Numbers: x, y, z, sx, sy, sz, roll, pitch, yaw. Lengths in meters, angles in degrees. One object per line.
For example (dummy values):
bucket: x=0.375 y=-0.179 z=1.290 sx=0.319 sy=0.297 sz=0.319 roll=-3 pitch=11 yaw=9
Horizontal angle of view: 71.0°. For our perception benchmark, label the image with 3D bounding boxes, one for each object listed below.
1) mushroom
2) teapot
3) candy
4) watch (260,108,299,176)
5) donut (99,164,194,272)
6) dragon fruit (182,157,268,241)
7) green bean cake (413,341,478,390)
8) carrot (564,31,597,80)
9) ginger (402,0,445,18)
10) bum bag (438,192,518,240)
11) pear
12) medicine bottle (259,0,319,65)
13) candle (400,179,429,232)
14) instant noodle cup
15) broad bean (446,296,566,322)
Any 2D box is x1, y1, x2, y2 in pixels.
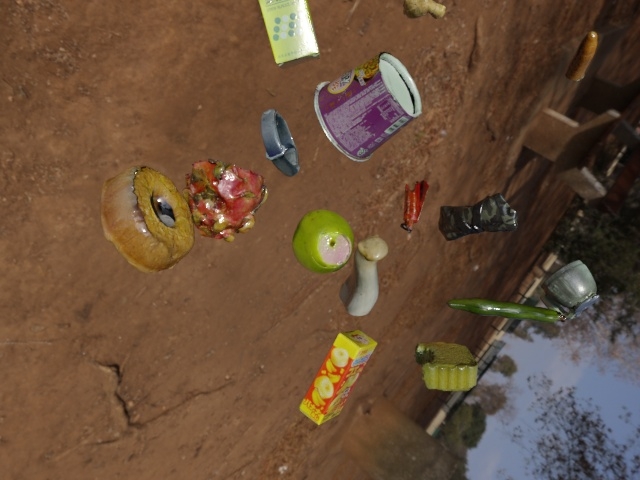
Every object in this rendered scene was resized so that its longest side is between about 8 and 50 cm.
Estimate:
mushroom: x=0.142 y=0.120 z=1.555 sx=0.122 sy=0.159 sz=0.329 roll=-32 pitch=145 yaw=-39
teapot: x=0.601 y=0.130 z=1.093 sx=0.111 sy=0.108 sz=0.149 roll=3 pitch=136 yaw=-43
candy: x=0.056 y=0.413 z=1.377 sx=0.146 sy=0.088 sz=0.276 roll=14 pitch=105 yaw=-60
watch: x=-0.132 y=-0.314 z=1.462 sx=0.068 sy=0.206 sz=0.193 roll=-20 pitch=130 yaw=15
donut: x=-0.505 y=-0.062 z=1.322 sx=0.150 sy=0.317 sz=0.299 roll=-29 pitch=-171 yaw=19
dragon fruit: x=-0.345 y=-0.126 z=1.661 sx=0.314 sy=0.296 sz=0.263 roll=17 pitch=78 yaw=-46
green bean cake: x=0.514 y=0.522 z=1.865 sx=0.236 sy=0.232 sz=0.124 roll=-70 pitch=160 yaw=-78
carrot: x=0.645 y=-0.453 z=1.101 sx=0.048 sy=0.048 sz=0.139 roll=-49 pitch=159 yaw=-8
ginger: x=0.349 y=-0.798 z=1.548 sx=0.165 sy=0.067 sz=0.096 roll=19 pitch=143 yaw=-25
bum bag: x=0.576 y=-0.084 z=1.689 sx=0.095 sy=0.144 sz=0.340 roll=-20 pitch=-175 yaw=-35
pear: x=0.000 y=0.000 z=1.304 sx=0.187 sy=0.220 sz=0.188 roll=-6 pitch=109 yaw=-16
medicine bottle: x=-0.094 y=-0.663 z=1.355 sx=0.137 sy=0.250 sz=0.141 roll=-14 pitch=-166 yaw=6
candle: x=0.323 y=-0.120 z=1.546 sx=0.302 sy=0.084 sz=0.059 roll=-69 pitch=157 yaw=-48
instant noodle cup: x=0.180 y=-0.490 z=1.600 sx=0.266 sy=0.340 sz=0.340 roll=-28 pitch=177 yaw=38
broad bean: x=0.456 y=0.169 z=1.095 sx=0.060 sy=0.297 sz=0.043 roll=26 pitch=71 yaw=-85
